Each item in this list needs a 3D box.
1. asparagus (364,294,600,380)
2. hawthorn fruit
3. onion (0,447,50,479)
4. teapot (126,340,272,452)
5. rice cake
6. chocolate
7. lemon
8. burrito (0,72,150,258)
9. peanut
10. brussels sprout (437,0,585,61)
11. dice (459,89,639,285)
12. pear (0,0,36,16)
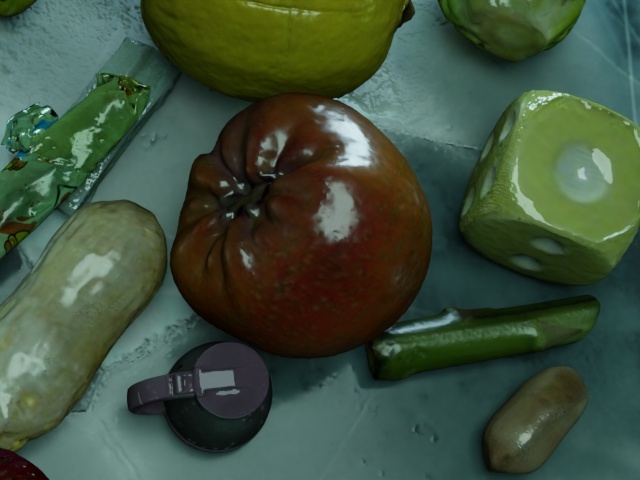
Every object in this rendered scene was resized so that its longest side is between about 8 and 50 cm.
[{"bbox_3d":[0.181,0.106,1.821,0.278,0.060,0.067,-6,57,-14],"label":"asparagus"},{"bbox_3d":[0.000,0.000,1.717,0.298,0.277,0.277,24,66,-43],"label":"hawthorn fruit"},{"bbox_3d":[-0.351,0.323,1.549,0.276,0.276,0.276,3,74,-11],"label":"onion"},{"bbox_3d":[-0.116,0.149,1.695,0.148,0.146,0.116,25,71,-4],"label":"teapot"},{"bbox_3d":[-0.241,-0.131,1.803,0.085,0.040,0.226,35,71,0],"label":"rice cake"},{"bbox_3d":[-0.271,0.084,1.693,0.134,0.134,0.309,33,67,-2],"label":"chocolate"},{"bbox_3d":[-0.053,-0.284,1.762,0.297,0.297,0.297,3,74,-11],"label":"lemon"},{"bbox_3d":[-0.300,-0.086,1.731,0.104,0.054,0.288,43,73,2],"label":"burrito"},{"bbox_3d":[0.236,0.198,1.799,0.076,0.076,0.152,44,73,2],"label":"peanut"},{"bbox_3d":[0.228,-0.319,1.904,0.223,0.161,0.223,4,83,-33],"label":"brussels sprout"},{"bbox_3d":[0.263,-0.056,1.824,0.169,0.169,0.166,23,72,-5],"label":"dice"},{"bbox_3d":[-0.341,-0.295,1.806,0.092,0.092,0.097,-2,74,-13],"label":"pear"}]
